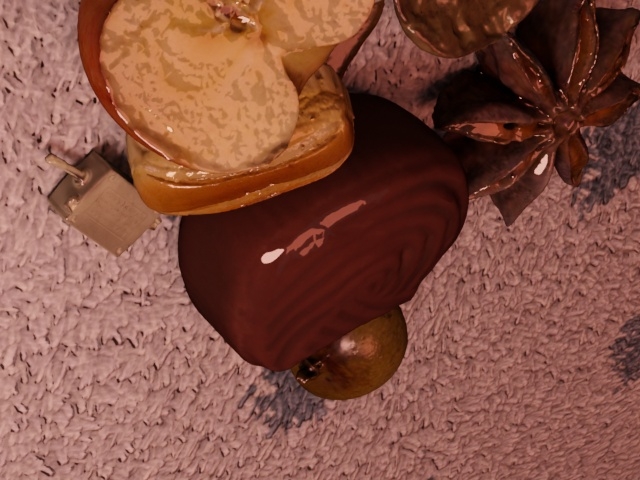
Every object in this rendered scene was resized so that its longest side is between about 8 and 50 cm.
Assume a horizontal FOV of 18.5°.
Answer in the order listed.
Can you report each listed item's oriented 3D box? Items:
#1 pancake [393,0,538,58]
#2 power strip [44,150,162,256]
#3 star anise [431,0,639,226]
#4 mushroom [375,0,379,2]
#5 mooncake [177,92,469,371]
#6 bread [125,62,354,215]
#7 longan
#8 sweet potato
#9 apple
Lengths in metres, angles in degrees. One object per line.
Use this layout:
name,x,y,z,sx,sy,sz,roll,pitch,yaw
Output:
pancake,0.160,-0.315,2.110,0.242,0.050,0.242,-18,120,-33
power strip,-0.231,-0.046,2.002,0.075,0.042,0.175,-46,145,2
star anise,0.254,-0.164,2.324,0.332,0.117,0.331,-24,132,-30
mushroom,-0.024,-0.236,1.967,0.223,0.092,0.081,-27,150,6
mooncake,0.000,0.000,2.182,0.326,0.174,0.334,2,124,-50
bread,-0.077,-0.098,1.985,0.236,0.106,0.140,-18,164,-2
longan,0.026,0.123,2.353,0.176,0.145,0.154,-41,134,-48
sweet potato,0.019,-0.230,2.055,0.081,0.062,0.233,5,120,-44
apple,-0.107,-0.221,1.833,0.251,0.163,0.293,34,86,-28
